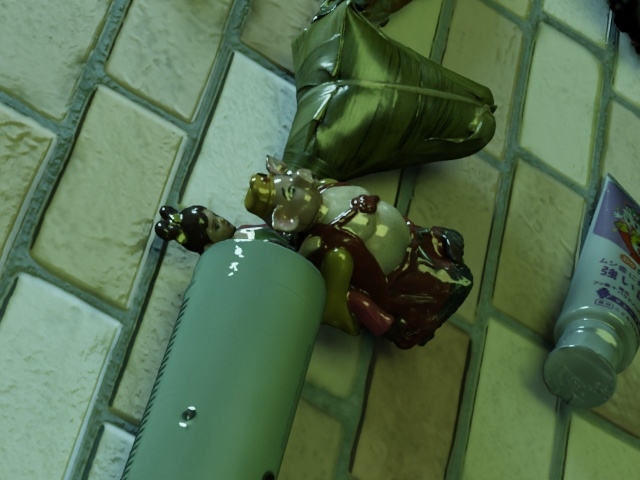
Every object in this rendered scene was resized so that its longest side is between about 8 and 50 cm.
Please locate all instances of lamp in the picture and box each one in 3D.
[{"bbox_3d":[0.000,0.000,1.292,0.253,0.118,0.118,26,49,-25],"label":"lamp"}]

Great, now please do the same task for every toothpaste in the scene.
[{"bbox_3d":[0.274,0.043,1.509,0.114,0.073,0.299,43,38,-6],"label":"toothpaste"}]

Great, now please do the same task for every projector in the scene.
[{"bbox_3d":[-0.081,0.152,1.139,0.108,0.108,0.337,31,48,-17],"label":"projector"}]

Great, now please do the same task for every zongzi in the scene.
[{"bbox_3d":[0.062,-0.073,1.410,0.205,0.094,0.204,26,60,-24],"label":"zongzi"}]

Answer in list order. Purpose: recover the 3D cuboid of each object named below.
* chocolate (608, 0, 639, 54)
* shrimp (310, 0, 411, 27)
[{"bbox_3d":[0.357,-0.254,1.740,0.156,0.156,0.133,-3,92,-38],"label":"chocolate"},{"bbox_3d":[0.043,-0.292,1.564,0.169,0.058,0.296,45,41,6],"label":"shrimp"}]
